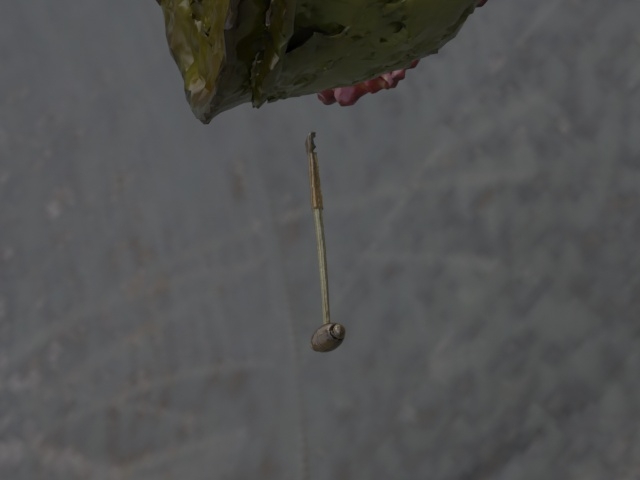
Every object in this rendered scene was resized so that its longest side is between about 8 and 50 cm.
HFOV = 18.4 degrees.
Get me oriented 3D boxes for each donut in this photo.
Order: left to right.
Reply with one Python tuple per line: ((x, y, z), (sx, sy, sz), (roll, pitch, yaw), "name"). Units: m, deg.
((-0.001, -0.173, 0.648), (0.272, 0.107, 0.272), (178, 90, -77), "donut")

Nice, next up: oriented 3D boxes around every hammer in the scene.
((0.000, 0.000, 1.034), (0.029, 0.014, 0.123), (-36, 52, 51), "hammer")

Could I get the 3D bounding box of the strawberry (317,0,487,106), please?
((0.034, -0.218, 1.381), (0.234, 0.178, 0.234), (-43, 16, 16), "strawberry")
